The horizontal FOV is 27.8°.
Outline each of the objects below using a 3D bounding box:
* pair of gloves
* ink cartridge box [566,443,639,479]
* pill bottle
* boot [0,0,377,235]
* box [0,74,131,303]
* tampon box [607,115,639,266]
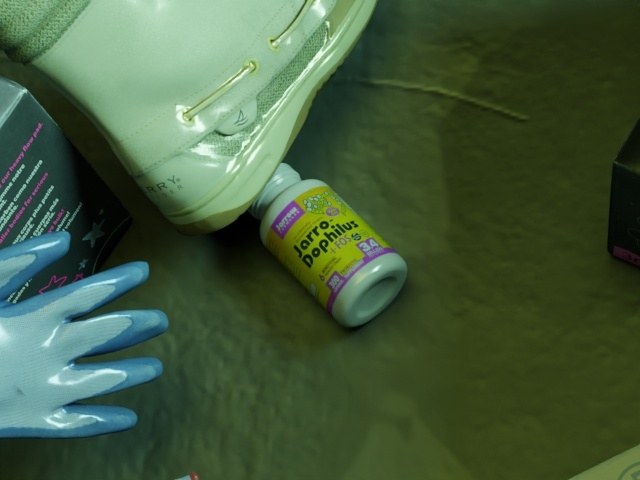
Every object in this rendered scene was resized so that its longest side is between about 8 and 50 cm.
[{"bbox_3d":[-0.127,0.101,0.549,0.159,0.023,0.198,-15,99,-27],"label":"pair of gloves"},{"bbox_3d":[0.176,0.155,0.510,0.235,0.056,0.171,-27,63,1],"label":"ink cartridge box"},{"bbox_3d":[0.000,0.000,0.622,0.043,0.043,0.083,-42,64,-8],"label":"pill bottle"},{"bbox_3d":[-0.061,-0.132,0.617,0.077,0.165,0.213,-5,50,46],"label":"boot"},{"bbox_3d":[-0.240,0.024,0.608,0.163,0.142,0.247,28,74,22],"label":"box"},{"bbox_3d":[0.216,-0.052,0.566,0.120,0.101,0.161,27,75,21],"label":"tampon box"}]
